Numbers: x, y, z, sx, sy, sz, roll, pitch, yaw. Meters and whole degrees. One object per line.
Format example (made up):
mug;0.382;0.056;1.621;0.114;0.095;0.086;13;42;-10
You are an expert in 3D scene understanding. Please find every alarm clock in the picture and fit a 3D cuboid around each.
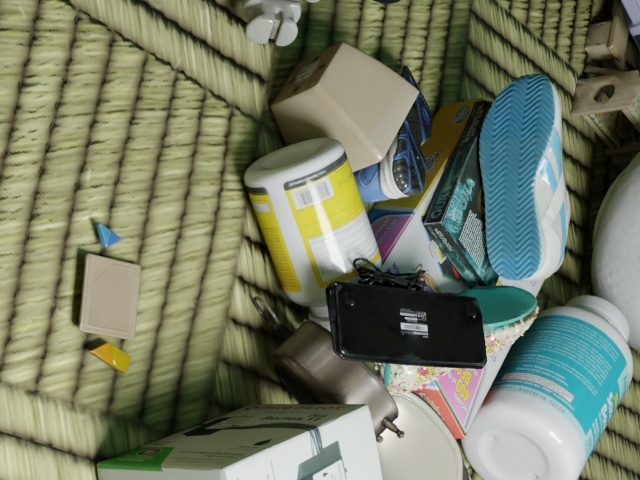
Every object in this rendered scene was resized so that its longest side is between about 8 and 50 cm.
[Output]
alarm clock;-0.002;0.128;1.354;0.064;0.129;0.192;-40;87;-14

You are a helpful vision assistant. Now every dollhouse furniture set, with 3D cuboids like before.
dollhouse furniture set;0.451;-0.202;1.977;0.182;0.101;0.161;40;56;-42

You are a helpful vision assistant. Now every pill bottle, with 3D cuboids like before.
pill bottle;0.283;0.176;1.679;0.264;0.146;0.146;-48;122;-43
pill bottle;0.000;0.000;1.378;0.103;0.103;0.184;-38;115;-47

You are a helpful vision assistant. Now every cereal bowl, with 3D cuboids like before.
cereal bowl;0.471;-0.015;1.903;0.339;0.141;0.339;-30;133;-38

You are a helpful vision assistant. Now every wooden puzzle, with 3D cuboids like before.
wooden puzzle;-0.183;0.050;1.213;0.078;0.014;0.116;29;63;-51

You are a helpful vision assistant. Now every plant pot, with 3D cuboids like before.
plant pot;0.015;-0.135;1.422;0.096;0.109;0.109;46;51;-23

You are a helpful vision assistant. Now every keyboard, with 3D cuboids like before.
keyboard;0.078;0.074;1.355;0.192;0.038;0.100;9;70;-38

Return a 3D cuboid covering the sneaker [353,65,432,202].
sneaker;0.069;-0.116;1.508;0.080;0.081;0.211;58;28;-27

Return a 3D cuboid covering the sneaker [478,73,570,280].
sneaker;0.231;-0.069;1.555;0.092;0.087;0.228;5;88;-58

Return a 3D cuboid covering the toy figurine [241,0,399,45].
toy figurine;-0.028;-0.304;1.303;0.209;0.213;0.148;37;41;-47

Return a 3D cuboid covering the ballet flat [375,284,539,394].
ballet flat;0.135;0.103;1.465;0.241;0.091;0.077;-12;127;-44

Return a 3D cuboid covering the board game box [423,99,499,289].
board game box;0.182;-0.048;1.571;0.126;0.026;0.186;52;49;-34

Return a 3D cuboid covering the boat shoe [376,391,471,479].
boat shoe;0.117;0.282;1.518;0.112;0.095;0.335;-35;114;-9

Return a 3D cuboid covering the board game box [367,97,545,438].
board game box;0.150;0.028;1.595;0.316;0.064;0.242;-55;126;-40

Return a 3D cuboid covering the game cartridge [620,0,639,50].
game cartridge;0.493;-0.284;2.012;0.355;0.068;0.230;52;28;-34

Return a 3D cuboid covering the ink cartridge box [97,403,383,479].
ink cartridge box;-0.066;0.208;1.230;0.208;0.153;0.087;-14;97;-53
